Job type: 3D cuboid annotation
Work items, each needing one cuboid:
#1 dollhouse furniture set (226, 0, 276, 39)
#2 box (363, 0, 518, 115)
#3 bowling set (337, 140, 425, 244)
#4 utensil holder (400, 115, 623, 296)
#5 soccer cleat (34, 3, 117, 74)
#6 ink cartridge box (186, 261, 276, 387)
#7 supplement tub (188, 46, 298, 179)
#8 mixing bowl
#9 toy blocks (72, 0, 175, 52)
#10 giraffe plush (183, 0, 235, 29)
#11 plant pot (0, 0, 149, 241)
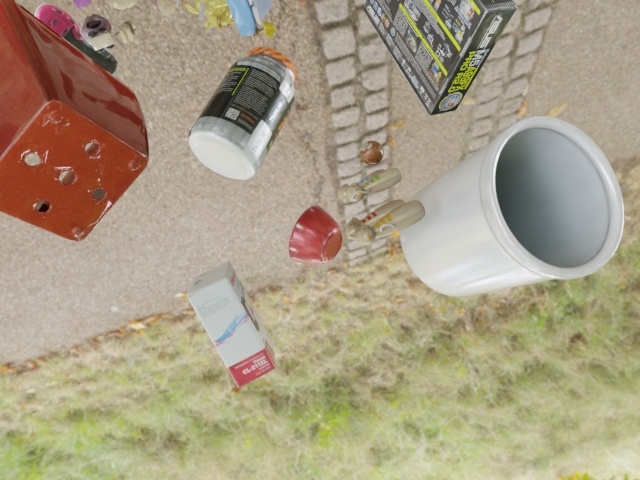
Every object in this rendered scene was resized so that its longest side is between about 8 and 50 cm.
[{"bbox_3d":[-0.136,-0.757,1.493,0.197,0.287,0.304,-4,129,21],"label":"dollhouse furniture set"},{"bbox_3d":[0.178,-0.378,0.880,0.060,0.270,0.216,-16,155,-21],"label":"box"},{"bbox_3d":[0.096,-0.105,1.209,0.154,0.200,0.287,-26,-177,-7],"label":"bowling set"},{"bbox_3d":[0.397,-0.048,1.215,0.327,0.328,0.385,-19,175,-24],"label":"utensil holder"},{"bbox_3d":[-0.849,-0.679,1.846,0.116,0.143,0.331,-56,149,-4],"label":"soccer cleat"},{"bbox_3d":[-0.147,0.136,0.911,0.072,0.175,0.127,-26,-167,-2],"label":"ink cartridge box"},{"bbox_3d":[-0.186,-0.331,1.388,0.194,0.193,0.316,82,30,-63],"label":"supplement tub"},{"bbox_3d":[0.000,0.000,1.568,0.181,0.098,0.182,-39,142,-39],"label":"mixing bowl"},{"bbox_3d":[-0.580,-0.754,1.477,0.288,0.260,0.309,-25,154,-10],"label":"toy blocks"},{"bbox_3d":[-0.365,-0.835,1.919,0.170,0.181,0.211,37,74,-75],"label":"giraffe plush"},{"bbox_3d":[-0.427,-0.154,0.845,0.267,0.236,0.267,-48,144,4],"label":"plant pot"}]
